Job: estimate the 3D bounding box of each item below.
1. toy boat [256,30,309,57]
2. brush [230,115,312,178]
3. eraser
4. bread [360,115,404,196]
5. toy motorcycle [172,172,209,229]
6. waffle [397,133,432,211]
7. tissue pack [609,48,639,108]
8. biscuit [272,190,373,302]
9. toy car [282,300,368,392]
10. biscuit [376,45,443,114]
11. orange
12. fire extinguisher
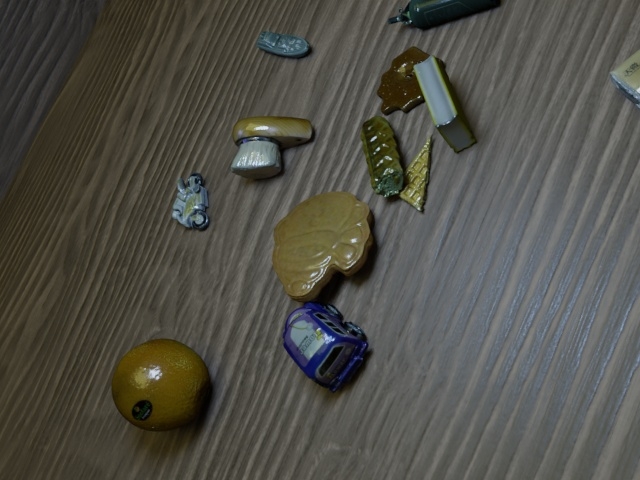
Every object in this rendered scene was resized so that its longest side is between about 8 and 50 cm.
[{"bbox_3d":[-0.134,-0.696,1.969,0.260,0.085,0.078,26,85,39],"label":"toy boat"},{"bbox_3d":[-0.153,-0.298,1.774,0.266,0.174,0.166,-6,80,16],"label":"brush"},{"bbox_3d":[0.326,-0.358,1.459,0.069,0.158,0.226,-27,58,25],"label":"eraser"},{"bbox_3d":[0.168,-0.243,1.547,0.087,0.098,0.270,-2,51,-7],"label":"bread"},{"bbox_3d":[-0.462,-0.128,1.960,0.151,0.074,0.229,-23,68,19],"label":"toy motorcycle"},{"bbox_3d":[0.285,-0.181,1.490,0.191,0.032,0.125,-53,49,6],"label":"waffle"},{"bbox_3d":[0.777,-0.370,1.197,0.222,0.090,0.186,-38,52,15],"label":"tissue pack"},{"bbox_3d":[0.000,0.000,1.546,0.312,0.057,0.351,-19,46,23],"label":"biscuit"},{"bbox_3d":[-0.011,0.255,1.427,0.235,0.158,0.172,39,95,41],"label":"toy car"},{"bbox_3d":[0.252,-0.459,1.634,0.215,0.034,0.182,-52,50,8],"label":"biscuit"},{"bbox_3d":[-0.457,0.415,1.603,0.274,0.274,0.274,-14,63,29],"label":"orange"},{"bbox_3d":[0.355,-0.685,1.614,0.311,0.114,0.095,-6,112,34],"label":"fire extinguisher"}]
